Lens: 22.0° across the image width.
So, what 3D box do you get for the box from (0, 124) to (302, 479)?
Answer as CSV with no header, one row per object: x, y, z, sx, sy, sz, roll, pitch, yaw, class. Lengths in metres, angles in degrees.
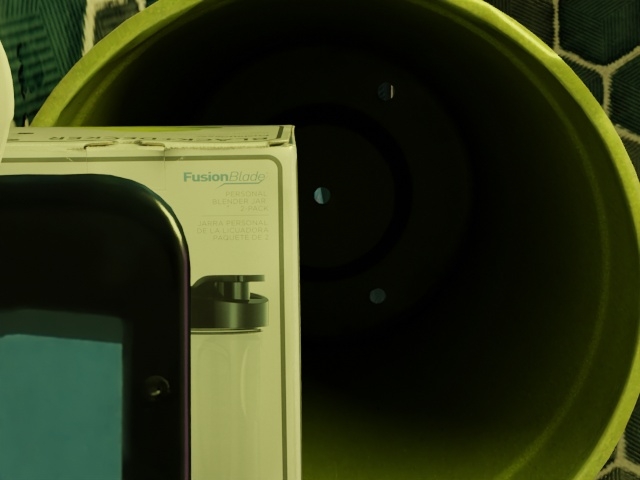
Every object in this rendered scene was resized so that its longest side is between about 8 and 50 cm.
-0.092,0.086,0.857,0.087,0.169,0.290,-88,176,-79,box

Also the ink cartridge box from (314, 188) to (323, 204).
-0.038,0.037,1.362,0.092,0.090,0.143,-75,157,-56,ink cartridge box

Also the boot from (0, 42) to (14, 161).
-0.179,-0.040,0.725,0.086,0.069,0.190,51,-36,43,boot

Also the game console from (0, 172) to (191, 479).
-0.171,0.122,0.401,0.250,0.173,0.293,6,81,-58,game console

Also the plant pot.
0.000,0.000,1.066,0.353,0.366,0.366,-91,176,-79,plant pot
